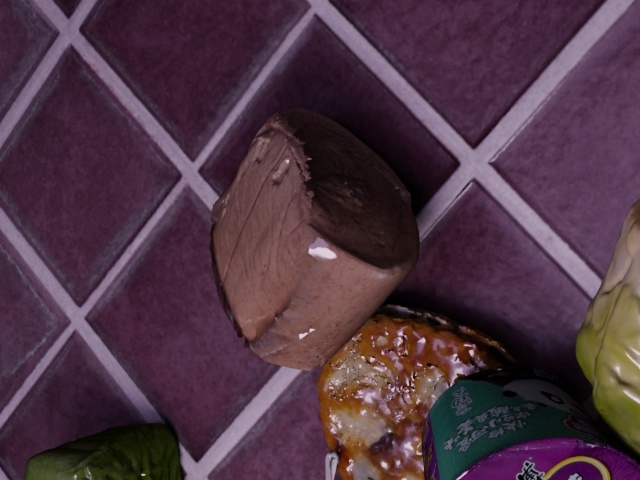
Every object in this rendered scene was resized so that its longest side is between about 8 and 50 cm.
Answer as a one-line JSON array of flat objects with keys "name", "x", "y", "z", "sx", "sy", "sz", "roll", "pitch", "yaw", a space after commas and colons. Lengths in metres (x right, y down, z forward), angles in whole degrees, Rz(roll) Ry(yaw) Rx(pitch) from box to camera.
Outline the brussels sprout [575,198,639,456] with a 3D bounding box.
[{"name": "brussels sprout", "x": 0.397, "y": 0.105, "z": 1.188, "sx": 0.317, "sy": 0.242, "sz": 0.274, "roll": 48, "pitch": 135, "yaw": 4}]

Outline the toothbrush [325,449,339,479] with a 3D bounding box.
[{"name": "toothbrush", "x": 0.013, "y": 0.341, "z": 1.514, "sx": 0.022, "sy": 0.017, "sz": 0.204, "roll": 36, "pitch": 141, "yaw": 34}]

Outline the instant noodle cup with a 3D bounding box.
[{"name": "instant noodle cup", "x": 0.221, "y": 0.264, "z": 1.282, "sx": 0.251, "sy": 0.190, "sz": 0.251, "roll": -2, "pitch": 115, "yaw": -4}]

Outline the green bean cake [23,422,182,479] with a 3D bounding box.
[{"name": "green bean cake", "x": -0.288, "y": 0.375, "z": 1.608, "sx": 0.124, "sy": 0.248, "sz": 0.222, "roll": -7, "pitch": 89, "yaw": 29}]

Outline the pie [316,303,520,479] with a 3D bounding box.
[{"name": "pie", "x": 0.120, "y": 0.215, "z": 1.452, "sx": 0.308, "sy": 0.085, "sz": 0.308, "roll": 4, "pitch": 97, "yaw": 31}]

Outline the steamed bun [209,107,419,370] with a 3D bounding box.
[{"name": "steamed bun", "x": 0.000, "y": 0.000, "z": 1.439, "sx": 0.252, "sy": 0.199, "sz": 0.301, "roll": -59, "pitch": 32, "yaw": 34}]
